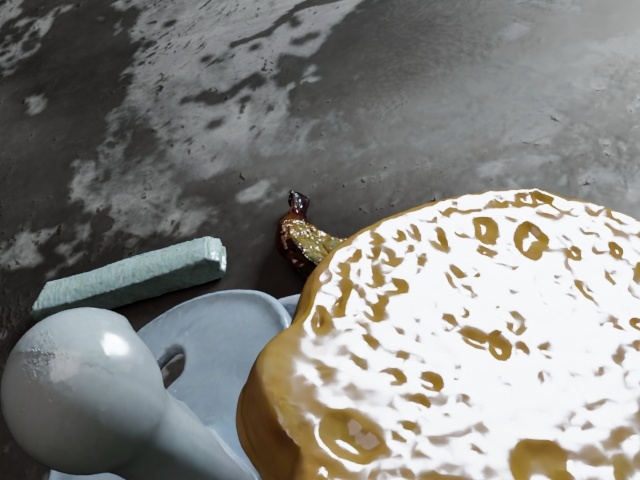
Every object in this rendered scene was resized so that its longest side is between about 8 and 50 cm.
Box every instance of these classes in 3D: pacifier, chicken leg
[{"bbox_3d":[-0.070,0.104,0.585,0.238,0.226,0.287,-49,45,-2],"label":"pacifier"},{"bbox_3d":[-0.004,0.001,0.816,0.062,0.037,0.145,-17,35,-24],"label":"chicken leg"}]

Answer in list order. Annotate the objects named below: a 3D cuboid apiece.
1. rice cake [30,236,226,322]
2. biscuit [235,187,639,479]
[{"bbox_3d":[-0.155,0.033,0.869,0.171,0.029,0.033,-17,47,14],"label":"rice cake"},{"bbox_3d":[0.121,0.110,0.512,0.312,0.057,0.351,-2,46,-16],"label":"biscuit"}]
